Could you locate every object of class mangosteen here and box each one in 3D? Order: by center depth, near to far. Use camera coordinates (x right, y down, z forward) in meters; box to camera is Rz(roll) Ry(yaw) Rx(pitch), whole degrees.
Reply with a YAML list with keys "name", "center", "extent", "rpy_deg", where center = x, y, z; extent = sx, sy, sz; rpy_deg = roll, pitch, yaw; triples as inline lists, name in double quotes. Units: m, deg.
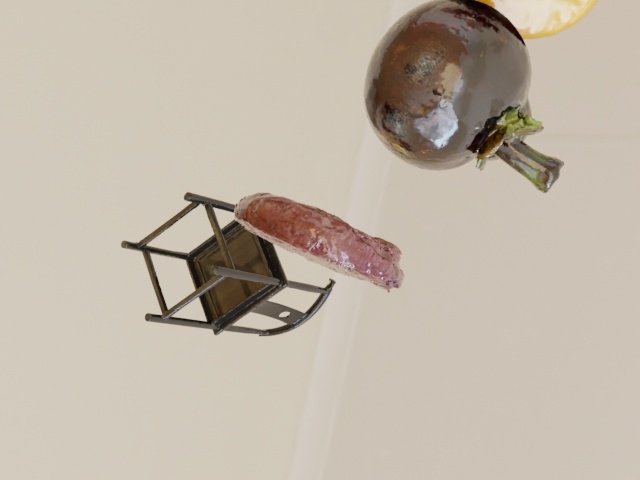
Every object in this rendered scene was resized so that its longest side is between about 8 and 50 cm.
- name: "mangosteen"
  center: [0.196, -0.176, 1.541]
  extent: [0.289, 0.231, 0.231]
  rpy_deg: [38, -69, 18]

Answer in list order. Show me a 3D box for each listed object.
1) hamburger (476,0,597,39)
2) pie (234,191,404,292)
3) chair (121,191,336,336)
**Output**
- name: "hamburger"
  center: [0.283, -0.406, 1.675]
  extent: [0.246, 0.246, 0.170]
  rpy_deg: [-53, -154, 26]
- name: "pie"
  center: [0.000, 0.000, 0.952]
  extent: [0.154, 0.154, 0.036]
  rpy_deg: [17, -97, 54]
- name: "chair"
  center: [-0.122, 0.042, 1.665]
  extent: [0.154, 0.260, 0.141]
  rpy_deg: [-34, -117, 26]
